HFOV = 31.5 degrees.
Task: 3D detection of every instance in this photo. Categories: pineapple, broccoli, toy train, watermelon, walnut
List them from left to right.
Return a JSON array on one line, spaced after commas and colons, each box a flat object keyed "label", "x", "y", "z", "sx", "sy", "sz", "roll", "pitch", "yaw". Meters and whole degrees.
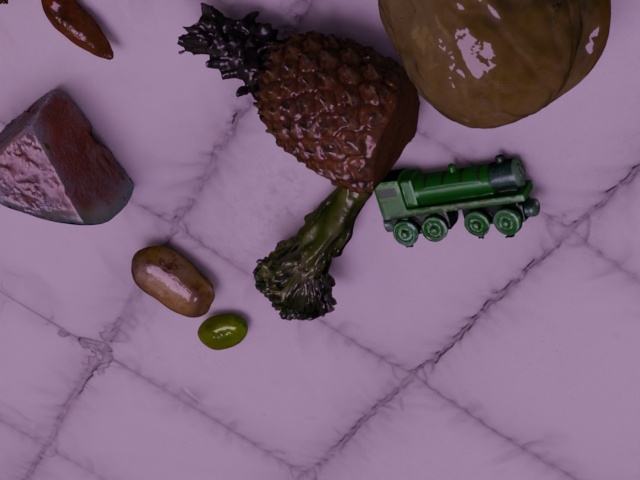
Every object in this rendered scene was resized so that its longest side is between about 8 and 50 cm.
[{"label": "watermelon", "x": -0.438, "y": -0.141, "z": 1.899, "sx": 0.262, "sy": 0.213, "sz": 0.201, "roll": 23, "pitch": 122, "yaw": -4}, {"label": "pineapple", "x": -0.037, "y": -0.215, "z": 1.604, "sx": 0.362, "sy": 0.202, "sz": 0.202, "roll": 27, "pitch": 140, "yaw": 17}, {"label": "broccoli", "x": 0.007, "y": 0.001, "z": 1.841, "sx": 0.146, "sy": 0.165, "sz": 0.304, "roll": 33, "pitch": 127, "yaw": 4}, {"label": "toy train", "x": 0.203, "y": -0.062, "z": 1.708, "sx": 0.251, "sy": 0.085, "sz": 0.119, "roll": -8, "pitch": 112, "yaw": 29}, {"label": "walnut", "x": 0.203, "y": -0.279, "z": 1.336, "sx": 0.253, "sy": 0.282, "sz": 0.276, "roll": -27, "pitch": 102, "yaw": 8}]

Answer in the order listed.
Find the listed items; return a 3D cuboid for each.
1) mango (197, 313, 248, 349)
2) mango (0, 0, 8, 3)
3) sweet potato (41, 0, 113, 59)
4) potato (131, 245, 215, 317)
[{"label": "mango", "x": -0.183, "y": 0.172, "z": 2.151, "sx": 0.108, "sy": 0.056, "sz": 0.073, "roll": -23, "pitch": 124, "yaw": 38}, {"label": "mango", "x": -0.527, "y": -0.407, "z": 1.744, "sx": 0.127, "sy": 0.063, "sz": 0.077, "roll": 30, "pitch": 143, "yaw": 4}, {"label": "sweet potato", "x": -0.392, "y": -0.351, "z": 1.737, "sx": 0.058, "sy": 0.055, "sz": 0.202, "roll": -39, "pitch": 110, "yaw": 7}, {"label": "potato", "x": -0.270, "y": 0.074, "z": 2.080, "sx": 0.170, "sy": 0.080, "sz": 0.107, "roll": 36, "pitch": 139, "yaw": -3}]
